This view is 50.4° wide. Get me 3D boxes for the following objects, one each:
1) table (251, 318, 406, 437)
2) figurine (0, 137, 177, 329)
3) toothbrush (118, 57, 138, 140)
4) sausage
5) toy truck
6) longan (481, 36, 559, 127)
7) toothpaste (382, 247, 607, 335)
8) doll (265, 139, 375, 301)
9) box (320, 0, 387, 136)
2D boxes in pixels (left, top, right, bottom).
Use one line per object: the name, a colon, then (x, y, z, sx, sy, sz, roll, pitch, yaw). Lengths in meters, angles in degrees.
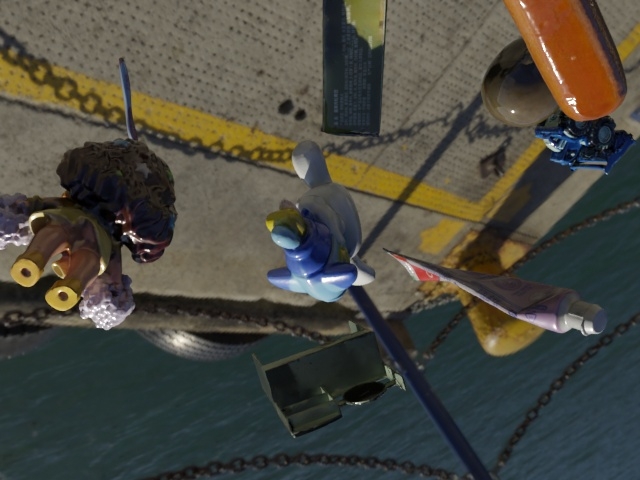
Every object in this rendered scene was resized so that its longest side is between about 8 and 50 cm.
table: (0.004, 0.163, 0.850, 0.146, 0.175, 0.062, -19, 99, -14)
figurine: (-0.218, -0.016, 0.652, 0.116, 0.240, 0.175, -34, 110, 31)
toothbrush: (-0.257, -0.153, 0.931, 0.019, 0.193, 0.013, -5, -173, 28)
sausage: (0.126, -0.122, 0.364, 0.041, 0.039, 0.131, -19, 129, 32)
toy truck: (0.578, -0.218, 1.501, 0.208, 0.113, 0.126, 16, 91, -22)
longan: (0.417, -0.321, 1.377, 0.189, 0.189, 0.189, -21, 143, -17)
toothpaste: (0.199, 0.057, 0.818, 0.075, 0.301, 0.048, 8, 95, -38)
doll: (-0.006, 0.004, 1.506, 0.187, 0.376, 0.365, -35, -168, 29)
box: (0.078, -0.496, 1.493, 0.138, 0.373, 0.420, 2, 129, 4)
